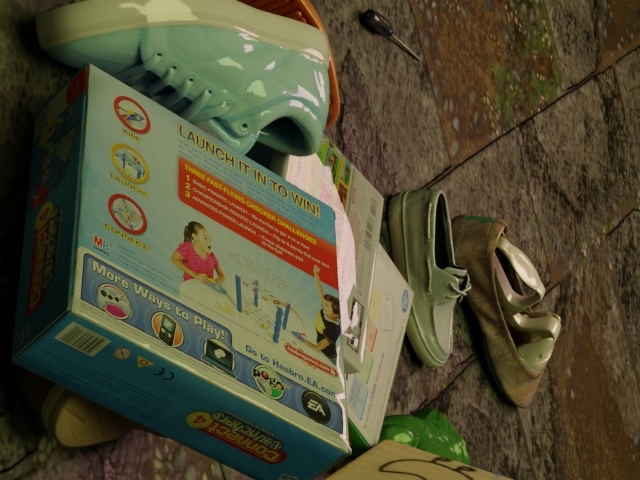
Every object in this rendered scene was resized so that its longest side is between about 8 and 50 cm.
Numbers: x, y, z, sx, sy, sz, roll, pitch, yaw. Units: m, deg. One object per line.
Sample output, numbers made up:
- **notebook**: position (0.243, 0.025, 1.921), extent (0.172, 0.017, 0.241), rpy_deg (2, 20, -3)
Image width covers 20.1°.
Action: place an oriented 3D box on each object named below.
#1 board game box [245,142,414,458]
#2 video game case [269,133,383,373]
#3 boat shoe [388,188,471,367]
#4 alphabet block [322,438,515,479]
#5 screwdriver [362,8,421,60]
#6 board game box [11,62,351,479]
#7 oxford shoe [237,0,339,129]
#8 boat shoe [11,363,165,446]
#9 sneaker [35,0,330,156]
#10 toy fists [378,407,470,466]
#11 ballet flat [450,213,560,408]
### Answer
- **board game box**: position (-0.009, 0.056, 2.013), extent (0.316, 0.064, 0.242), rpy_deg (55, 37, -38)
- **video game case**: position (0.000, 0.000, 1.953), extent (0.206, 0.026, 0.227), rpy_deg (45, 45, -47)
- **boat shoe**: position (0.144, 0.045, 2.274), extent (0.079, 0.081, 0.227), rpy_deg (-9, 89, -61)
- **alphabet block**: position (0.105, 0.349, 1.937), extent (0.192, 0.197, 0.193), rpy_deg (-20, 122, -62)
- **screwdriver**: position (0.096, -0.266, 2.355), extent (0.025, 0.024, 0.170), rpy_deg (59, 14, 23)
- **board game box**: position (-0.119, 0.034, 1.626), extent (0.308, 0.086, 0.302), rpy_deg (31, 37, -30)
- **oxford shoe**: position (-0.065, -0.281, 1.959), extent (0.132, 0.130, 0.363), rpy_deg (-75, 147, -53)
- **boat shoe**: position (-0.171, 0.125, 1.667), extent (0.285, 0.092, 0.103), rpy_deg (-4, 130, -58)
- **sneaker**: position (-0.115, -0.151, 1.765), extent (0.366, 0.135, 0.150), rpy_deg (4, 75, -44)
- **toy fists**: position (0.142, 0.327, 2.098), extent (0.142, 0.096, 0.279), rpy_deg (-26, 83, -42)
- **ballet flat**: position (0.261, 0.100, 2.445), extent (0.316, 0.106, 0.107), rpy_deg (63, 33, -29)
